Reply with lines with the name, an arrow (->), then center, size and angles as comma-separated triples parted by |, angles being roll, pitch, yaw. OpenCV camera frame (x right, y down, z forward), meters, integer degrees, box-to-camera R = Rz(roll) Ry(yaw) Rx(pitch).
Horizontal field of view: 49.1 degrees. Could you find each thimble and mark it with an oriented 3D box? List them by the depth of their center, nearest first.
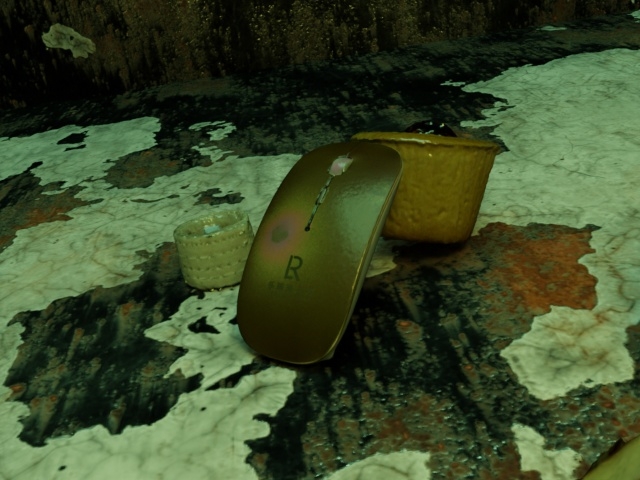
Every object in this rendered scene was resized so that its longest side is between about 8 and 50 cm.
thimble -> -0.152, 0.014, 1.033 | 0.115, 0.090, 0.102 | -7, 22, 6

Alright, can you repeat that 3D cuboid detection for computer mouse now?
computer mouse -> 0.000, 0.000, 0.866 | 0.158, 0.072, 0.310 | 9, 66, 30

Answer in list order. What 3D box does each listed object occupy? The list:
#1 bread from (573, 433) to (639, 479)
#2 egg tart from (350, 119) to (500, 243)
bread -> 0.181, 0.202, 0.412 | 0.211, 0.224, 0.183 | -8, 19, 20
egg tart -> 0.143, -0.088, 1.012 | 0.215, 0.170, 0.215 | 5, 7, -1
